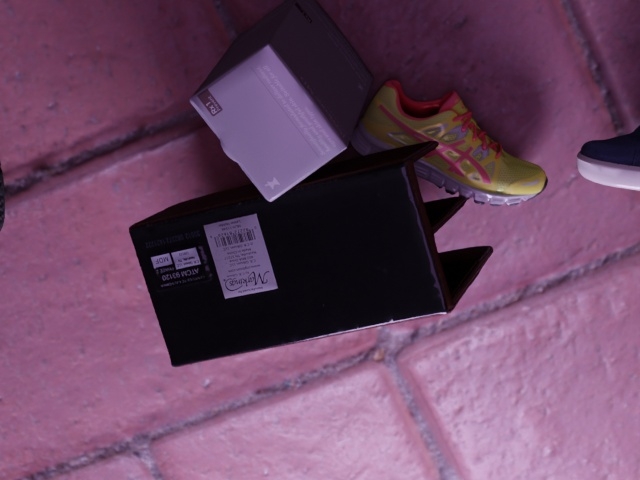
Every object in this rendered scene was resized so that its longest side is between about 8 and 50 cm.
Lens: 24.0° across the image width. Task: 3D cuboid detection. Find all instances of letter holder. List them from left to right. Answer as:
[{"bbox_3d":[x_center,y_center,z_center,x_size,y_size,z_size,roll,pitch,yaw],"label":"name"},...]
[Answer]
[{"bbox_3d":[0.000,0.000,1.532,0.302,0.214,0.152,-13,101,23],"label":"letter holder"}]

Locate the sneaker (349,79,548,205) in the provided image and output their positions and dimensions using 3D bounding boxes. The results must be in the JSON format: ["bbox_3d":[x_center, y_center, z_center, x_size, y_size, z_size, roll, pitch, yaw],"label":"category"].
[{"bbox_3d":[0.140,-0.103,1.550,0.208,0.081,0.094,19,111,-2],"label":"sneaker"}]

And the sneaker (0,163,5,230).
[{"bbox_3d":[-0.423,-0.098,1.605,0.130,0.087,0.227,-18,107,14],"label":"sneaker"}]

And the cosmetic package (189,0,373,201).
[{"bbox_3d":[-0.032,-0.146,1.461,0.107,0.238,0.127,-34,105,16],"label":"cosmetic package"}]

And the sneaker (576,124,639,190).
[{"bbox_3d":[0.423,-0.141,1.491,0.350,0.131,0.148,-9,105,3],"label":"sneaker"}]
